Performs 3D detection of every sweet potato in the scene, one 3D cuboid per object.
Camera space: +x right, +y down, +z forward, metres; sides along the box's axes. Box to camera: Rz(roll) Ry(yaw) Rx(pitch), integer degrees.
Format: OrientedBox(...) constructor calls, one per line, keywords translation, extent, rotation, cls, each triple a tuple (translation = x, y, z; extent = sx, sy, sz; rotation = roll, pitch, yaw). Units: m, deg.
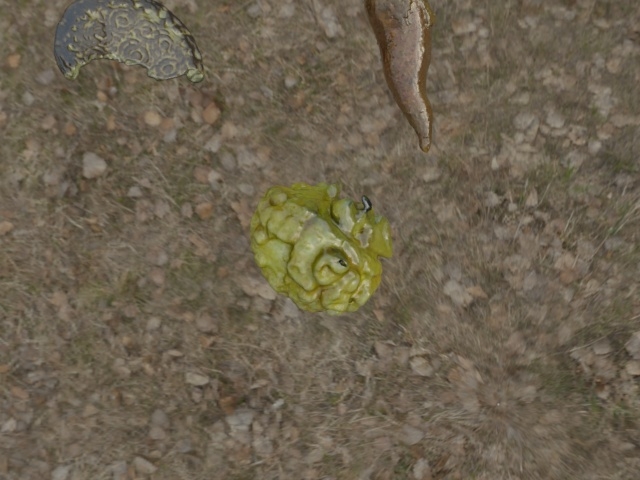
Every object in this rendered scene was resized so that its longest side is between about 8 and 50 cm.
OrientedBox(translation=(0.085, -0.200, 0.760), extent=(0.068, 0.068, 0.226), rotation=(-11, 97, 11), cls="sweet potato")

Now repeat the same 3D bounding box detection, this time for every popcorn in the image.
OrientedBox(translation=(0.001, 0.003, 1.107), extent=(0.218, 0.189, 0.169), rotation=(52, 137, 3), cls="popcorn")

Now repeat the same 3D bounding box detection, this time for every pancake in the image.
OrientedBox(translation=(-0.242, -0.246, 0.983), extent=(0.190, 0.020, 0.184), rotation=(29, 55, -14), cls="pancake")
